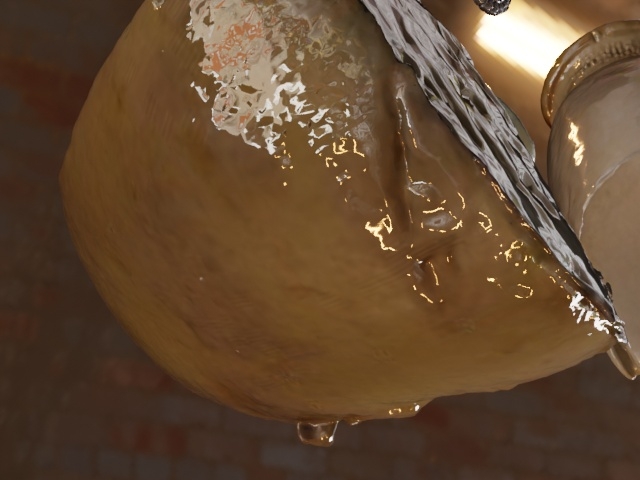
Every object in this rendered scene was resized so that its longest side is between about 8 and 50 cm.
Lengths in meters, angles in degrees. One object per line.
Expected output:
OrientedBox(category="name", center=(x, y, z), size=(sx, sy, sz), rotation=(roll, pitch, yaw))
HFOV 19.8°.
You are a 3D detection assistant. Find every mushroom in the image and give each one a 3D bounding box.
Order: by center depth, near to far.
OrientedBox(category="mushroom", center=(0.221, -0.054, 1.262), size=(0.407, 0.137, 0.154), rotation=(-86, -24, -65))

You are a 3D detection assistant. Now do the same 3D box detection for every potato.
OrientedBox(category="potato", center=(-0.026, 0.003, 0.865), size=(0.189, 0.264, 0.211), rotation=(18, -136, -56))

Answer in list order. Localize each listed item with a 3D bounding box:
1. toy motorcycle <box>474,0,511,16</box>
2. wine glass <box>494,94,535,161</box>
OrientedBox(category="toy motorcycle", center=(0.154, -0.289, 1.617), size=(0.114, 0.076, 0.205), rotation=(50, -136, -26))
OrientedBox(category="wine glass", center=(0.079, -0.036, 1.622), size=(0.231, 0.103, 0.103), rotation=(-38, -103, -18))
